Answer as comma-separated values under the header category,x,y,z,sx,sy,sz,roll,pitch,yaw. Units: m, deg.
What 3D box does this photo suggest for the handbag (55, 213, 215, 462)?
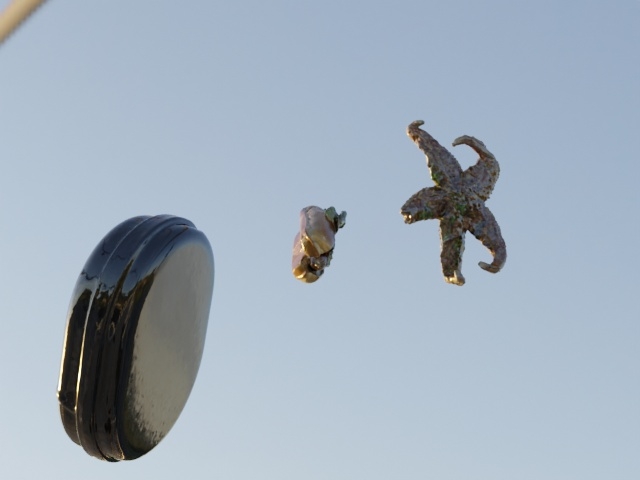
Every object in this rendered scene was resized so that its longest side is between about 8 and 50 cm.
category,x,y,z,sx,sy,sz,roll,pitch,yaw
handbag,-0.216,0.113,1.931,0.093,0.308,0.254,17,20,18

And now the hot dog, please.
category,x,y,z,sx,sy,sz,roll,pitch,yaw
hot dog,0.000,0.000,1.396,0.041,0.056,0.133,13,17,-4

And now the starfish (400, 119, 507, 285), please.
category,x,y,z,sx,sy,sz,roll,pitch,yaw
starfish,0.153,-0.048,1.908,0.150,0.209,0.053,-20,-14,-31
